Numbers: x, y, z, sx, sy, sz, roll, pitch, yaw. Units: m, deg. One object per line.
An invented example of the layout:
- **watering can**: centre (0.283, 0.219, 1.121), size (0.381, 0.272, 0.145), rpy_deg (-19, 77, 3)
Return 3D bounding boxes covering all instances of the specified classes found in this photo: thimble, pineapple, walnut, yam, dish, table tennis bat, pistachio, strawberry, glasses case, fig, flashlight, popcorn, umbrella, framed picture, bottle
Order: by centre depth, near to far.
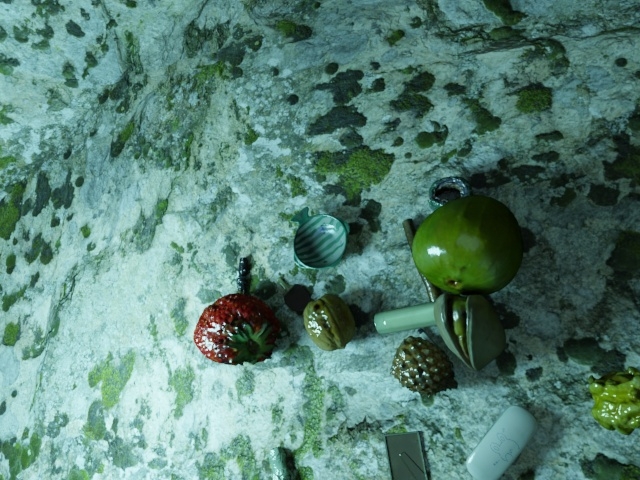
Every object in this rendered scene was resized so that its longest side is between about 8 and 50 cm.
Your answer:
- **popcorn**: centre (0.770, 0.389, 1.037), size (0.198, 0.197, 0.155), rpy_deg (-9, 70, 18)
- **glasses case**: centre (0.493, 0.556, 1.153), size (0.092, 0.059, 0.233), rpy_deg (40, 90, 26)
- **pistachio**: centre (0.405, 0.247, 1.158), size (0.166, 0.288, 0.197), rpy_deg (-9, 54, 38)
- **fig**: centre (0.431, 0.000, 1.217), size (0.317, 0.316, 0.315), rpy_deg (-5, 74, 19)
- **pineapple**: centre (0.305, 0.374, 1.223), size (0.193, 0.166, 0.166), rpy_deg (26, 85, 25)
- **framed picture**: centre (0.251, 0.645, 1.244), size (0.109, 0.011, 0.148), rpy_deg (-13, 72, 17)
- **bottle**: centre (0.269, 0.238, 1.294), size (0.202, 0.072, 0.072), rpy_deg (-18, 70, 30)
- **flashlight**: centre (0.333, 0.306, 1.303), size (0.018, 0.018, 0.083), rpy_deg (-45, 66, 4)
- **umbrella**: centre (-0.124, 0.729, 1.336), size (0.067, 0.062, 0.143), rpy_deg (-17, 66, -17)
- **yam**: centre (0.329, 0.078, 1.354), size (0.046, 0.045, 0.326), rpy_deg (-13, 69, -7)
- **walnut**: centre (0.032, 0.267, 1.357), size (0.156, 0.155, 0.184), rpy_deg (-35, 62, 8)
- **thimble**: centre (0.418, -0.143, 1.358), size (0.135, 0.090, 0.118), rpy_deg (6, 75, 24)
- **strawberry**: centre (-0.287, 0.285, 1.426), size (0.288, 0.250, 0.238), rpy_deg (34, 95, 50)
- **dish**: centre (0.000, 0.000, 1.477), size (0.224, 0.078, 0.246), rpy_deg (-39, 67, 6)
- **table tennis bat**: centre (-0.101, 0.186, 1.498), size (0.156, 0.013, 0.087), rpy_deg (43, 93, 24)
- **umbrella**: centre (-0.290, 0.134, 1.568), size (0.040, 0.037, 0.143), rpy_deg (-11, 70, 40)
